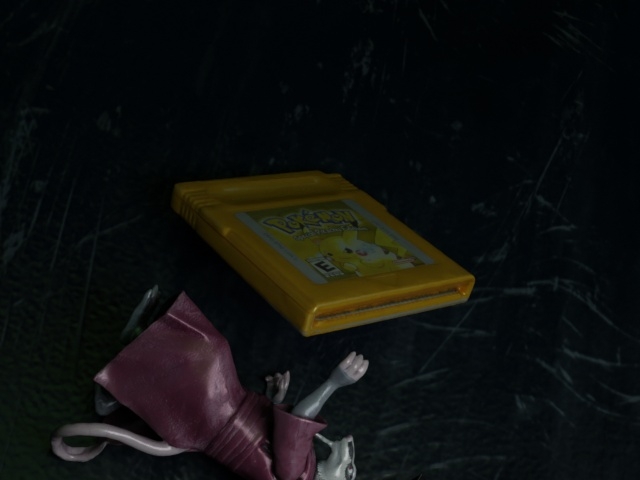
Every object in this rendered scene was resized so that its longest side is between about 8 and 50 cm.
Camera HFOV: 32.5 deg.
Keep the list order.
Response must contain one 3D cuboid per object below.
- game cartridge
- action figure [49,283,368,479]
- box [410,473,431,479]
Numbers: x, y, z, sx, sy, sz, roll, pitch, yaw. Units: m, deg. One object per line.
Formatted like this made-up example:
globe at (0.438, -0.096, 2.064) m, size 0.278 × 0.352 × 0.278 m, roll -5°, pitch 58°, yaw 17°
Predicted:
game cartridge at (0.000, 0.000, 1.463) m, size 0.285 × 0.052 × 0.324 m, roll -9°, pitch 37°, yaw -39°
action figure at (-0.106, 0.231, 1.344) m, size 0.370 × 0.248 × 0.275 m, roll 36°, pitch 63°, yaw 4°
box at (0.067, 0.433, 1.342) m, size 0.103 × 0.184 × 0.261 m, roll 38°, pitch 62°, yaw -1°
